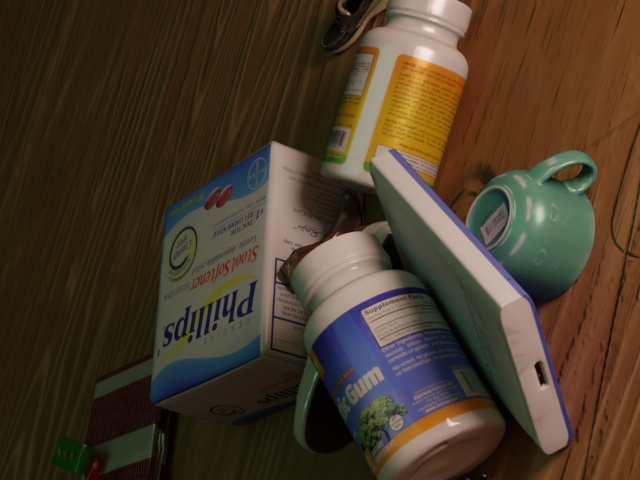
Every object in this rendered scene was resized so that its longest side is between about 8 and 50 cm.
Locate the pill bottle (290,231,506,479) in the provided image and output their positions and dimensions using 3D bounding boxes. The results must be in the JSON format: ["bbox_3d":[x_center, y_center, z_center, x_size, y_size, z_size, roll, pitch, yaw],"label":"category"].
[{"bbox_3d":[0.074,0.129,1.851,0.152,0.152,0.272,-49,58,32],"label":"pill bottle"}]

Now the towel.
[{"bbox_3d":[-0.287,0.336,2.474,0.237,0.037,0.329,-25,53,52],"label":"towel"}]

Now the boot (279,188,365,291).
[{"bbox_3d":[0.000,0.000,2.056,0.037,0.114,0.106,22,122,43],"label":"boot"}]

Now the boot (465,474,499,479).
[{"bbox_3d":[0.185,0.297,1.713,0.045,0.099,0.121,-37,45,44],"label":"boot"}]

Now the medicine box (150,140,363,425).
[{"bbox_3d":[-0.082,0.062,2.193,0.263,0.149,0.289,-28,52,48],"label":"medicine box"}]

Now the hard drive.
[{"bbox_3d":[0.156,0.059,1.807,0.040,0.210,0.318,-27,36,-8],"label":"hard drive"}]

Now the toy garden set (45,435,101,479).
[{"bbox_3d":[-0.358,0.418,2.464,0.204,0.049,0.244,1,74,62],"label":"toy garden set"}]

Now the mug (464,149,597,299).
[{"bbox_3d":[0.218,-0.023,1.828,0.129,0.097,0.157,-1,74,57],"label":"mug"}]

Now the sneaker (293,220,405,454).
[{"bbox_3d":[0.034,0.114,2.022,0.123,0.106,0.290,8,71,59],"label":"sneaker"}]

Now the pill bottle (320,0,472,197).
[{"bbox_3d":[0.099,-0.174,2.050,0.136,0.136,0.245,15,87,58],"label":"pill bottle"}]

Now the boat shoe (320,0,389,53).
[{"bbox_3d":[0.042,-0.309,2.285,0.152,0.049,0.056,-45,41,36],"label":"boat shoe"}]
